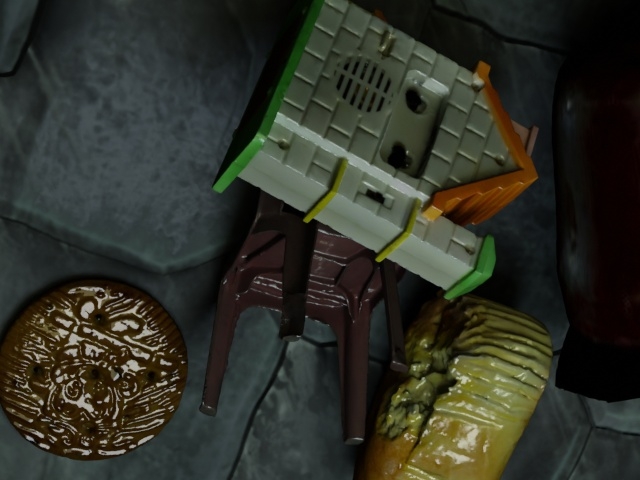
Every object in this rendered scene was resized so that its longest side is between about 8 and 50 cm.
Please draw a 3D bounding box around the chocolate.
[{"bbox_3d":[0.361,-0.069,1.493,0.384,0.383,0.331,-22,98,-7],"label":"chocolate"}]

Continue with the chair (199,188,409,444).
[{"bbox_3d":[0.000,0.000,1.534,0.176,0.183,0.326,15,57,-16],"label":"chair"}]

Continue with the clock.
[{"bbox_3d":[0.063,-0.090,1.446,0.255,0.106,0.220,29,56,-12],"label":"clock"}]

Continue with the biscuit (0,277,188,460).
[{"bbox_3d":[-0.222,0.127,1.561,0.188,0.027,0.188,-4,107,-12],"label":"biscuit"}]

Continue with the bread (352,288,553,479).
[{"bbox_3d":[0.119,0.172,1.568,0.133,0.179,0.250,23,115,-5],"label":"bread"}]
